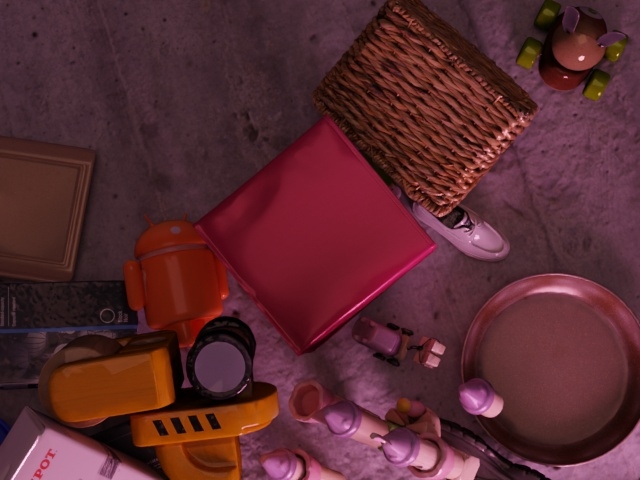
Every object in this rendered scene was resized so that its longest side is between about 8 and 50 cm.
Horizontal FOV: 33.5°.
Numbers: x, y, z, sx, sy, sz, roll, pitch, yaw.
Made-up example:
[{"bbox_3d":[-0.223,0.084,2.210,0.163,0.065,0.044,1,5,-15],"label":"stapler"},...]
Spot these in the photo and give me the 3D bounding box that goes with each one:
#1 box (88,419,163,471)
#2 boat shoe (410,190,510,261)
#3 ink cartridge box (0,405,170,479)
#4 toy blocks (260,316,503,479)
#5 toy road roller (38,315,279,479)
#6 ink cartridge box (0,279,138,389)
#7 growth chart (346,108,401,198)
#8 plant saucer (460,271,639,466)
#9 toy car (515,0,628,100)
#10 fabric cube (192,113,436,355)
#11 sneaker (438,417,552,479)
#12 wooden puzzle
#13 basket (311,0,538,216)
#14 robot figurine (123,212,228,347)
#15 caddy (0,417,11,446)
[{"bbox_3d":[-0.306,0.382,1.670,0.261,0.103,0.184,-21,85,-3],"label":"box"},{"bbox_3d":[0.233,-0.028,1.751,0.184,0.063,0.066,38,83,5],"label":"boat shoe"},{"bbox_3d":[-0.343,0.385,1.500,0.273,0.114,0.198,35,82,-29],"label":"ink cartridge box"},{"bbox_3d":[0.073,0.260,1.560,0.288,0.260,0.309,17,80,43],"label":"toy blocks"},{"bbox_3d":[-0.225,0.251,1.545,0.329,0.202,0.241,-7,93,-2],"label":"toy road roller"},{"bbox_3d":[-0.456,0.150,1.679,0.332,0.065,0.165,-2,76,-14],"label":"ink cartridge box"},{"bbox_3d":[0.104,-0.160,1.793,0.172,0.021,0.237,34,84,3],"label":"growth chart"},{"bbox_3d":[0.380,0.208,1.726,0.310,0.050,0.311,0,82,0],"label":"plant saucer"},{"bbox_3d":[0.426,-0.333,1.734,0.155,0.188,0.149,26,83,3],"label":"toy car"},{"bbox_3d":[0.000,0.000,1.641,0.258,0.259,0.254,-41,84,1],"label":"fabric cube"},{"bbox_3d":[0.242,0.376,1.665,0.286,0.109,0.130,31,89,15],"label":"sneaker"},{"bbox_3d":[-0.499,-0.053,1.767,0.220,0.044,0.239,8,77,1],"label":"wooden puzzle"},{"bbox_3d":[0.172,-0.225,1.726,0.299,0.213,0.223,41,112,3],"label":"basket"},{"bbox_3d":[-0.230,0.062,1.703,0.158,0.128,0.219,-11,82,-2],"label":"robot figurine"},{"bbox_3d":[-0.538,0.427,1.615,0.241,0.179,0.341,-20,82,29],"label":"caddy"}]
